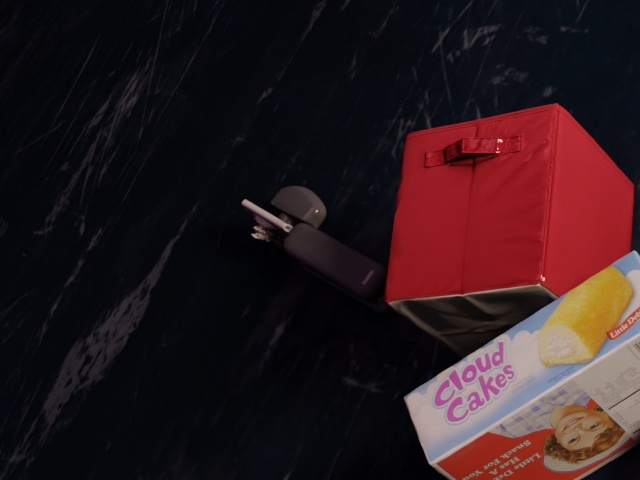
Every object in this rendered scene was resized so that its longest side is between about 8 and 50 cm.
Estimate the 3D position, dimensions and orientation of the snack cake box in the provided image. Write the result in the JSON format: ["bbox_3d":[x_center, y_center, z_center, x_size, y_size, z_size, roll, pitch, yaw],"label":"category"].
[{"bbox_3d":[0.234,0.145,1.284,0.264,0.152,0.089,-35,44,15],"label":"snack cake box"}]

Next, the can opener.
[{"bbox_3d":[0.000,0.000,1.645,0.093,0.074,0.280,-51,42,-3],"label":"can opener"}]

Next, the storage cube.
[{"bbox_3d":[0.195,0.001,1.383,0.184,0.215,0.193,-9,61,35],"label":"storage cube"}]
